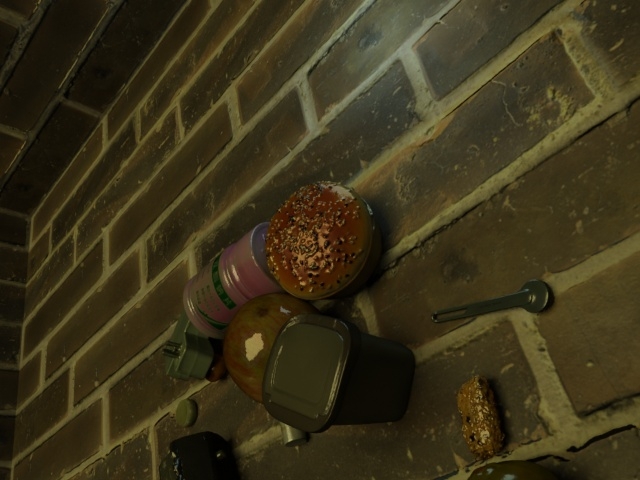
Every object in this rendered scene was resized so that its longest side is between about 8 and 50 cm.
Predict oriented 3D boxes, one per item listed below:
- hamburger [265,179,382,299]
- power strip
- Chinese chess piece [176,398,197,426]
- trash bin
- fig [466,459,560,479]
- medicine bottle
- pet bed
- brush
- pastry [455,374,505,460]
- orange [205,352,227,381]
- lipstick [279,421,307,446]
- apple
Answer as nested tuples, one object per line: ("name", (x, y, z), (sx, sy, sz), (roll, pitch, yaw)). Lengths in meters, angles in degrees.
("hamburger", (0.000, 0.000, 1.372), (0.300, 0.176, 0.300), (-14, 62, 27))
("power strip", (-0.414, 0.307, 1.733), (0.230, 0.141, 0.261), (-65, 22, 9))
("Chinese chess piece", (-0.415, 0.533, 1.774), (0.084, 0.034, 0.084), (-19, 64, 45))
("trash bin", (0.050, 0.278, 1.187), (0.219, 0.250, 0.219), (7, 81, 49))
("fig", (0.299, 0.462, 0.882), (0.207, 0.207, 0.230), (-23, 64, 41))
("medicine bottle", (-0.205, 0.115, 1.561), (0.325, 0.212, 0.212), (-35, 52, 36))
("pet bed", (-0.308, 0.631, 1.510), (0.159, 0.183, 0.211), (-55, 41, 27))
("brush", (0.325, 0.128, 1.116), (0.266, 0.027, 0.062), (-22, 60, 46))
("pastry", (0.292, 0.323, 1.051), (0.080, 0.056, 0.140), (-45, 48, 43))
("orange", (-0.307, 0.376, 1.691), (0.086, 0.062, 0.086), (-45, 35, 45))
("lipstick", (-0.092, 0.385, 1.451), (0.059, 0.059, 0.264), (-42, 48, 30))
("apple", (-0.107, 0.249, 1.360), (0.264, 0.264, 0.265), (-20, 62, 42))
